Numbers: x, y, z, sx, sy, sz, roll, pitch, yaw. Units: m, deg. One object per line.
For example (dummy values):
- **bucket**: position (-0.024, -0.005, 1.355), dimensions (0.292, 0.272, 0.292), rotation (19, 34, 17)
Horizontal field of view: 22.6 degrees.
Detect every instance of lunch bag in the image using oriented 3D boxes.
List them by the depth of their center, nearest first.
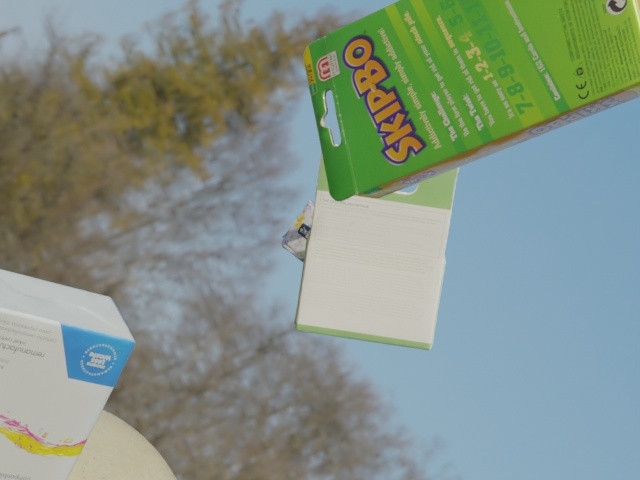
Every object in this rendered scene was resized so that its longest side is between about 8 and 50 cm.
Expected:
- **lunch bag**: position (0.000, 0.000, 2.026), dimensions (0.083, 0.071, 0.053), rotation (36, 6, -5)

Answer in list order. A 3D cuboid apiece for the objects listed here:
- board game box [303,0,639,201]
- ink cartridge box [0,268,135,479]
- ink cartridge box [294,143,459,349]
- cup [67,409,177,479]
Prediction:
- **board game box**: position (0.103, -0.120, 1.089), dimensions (0.259, 0.039, 0.124), rotation (-20, -107, 32)
- **ink cartridge box**: position (-0.266, 0.146, 1.333), dimensions (0.231, 0.134, 0.078), rotation (-63, -146, 17)
- **ink cartridge box**: position (0.068, 0.006, 1.938), dimensions (0.056, 0.171, 0.235), rotation (-72, 171, -79)
- **cup**: position (-0.351, 0.389, 1.945), dimensions (0.237, 0.331, 0.331), rotation (-33, 104, -61)
